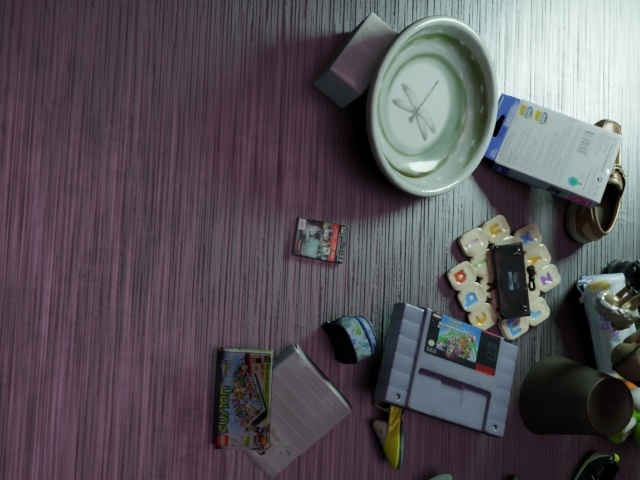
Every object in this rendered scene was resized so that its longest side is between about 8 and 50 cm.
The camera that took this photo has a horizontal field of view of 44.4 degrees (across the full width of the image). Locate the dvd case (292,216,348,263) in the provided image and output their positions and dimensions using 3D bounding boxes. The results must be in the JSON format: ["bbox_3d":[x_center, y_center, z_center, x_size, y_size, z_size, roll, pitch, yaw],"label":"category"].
[{"bbox_3d":[0.000,0.000,1.749,0.120,0.013,0.087,10,83,-20],"label":"dvd case"}]

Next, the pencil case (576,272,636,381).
[{"bbox_3d":[0.715,0.213,1.932,0.124,0.114,0.273,-16,93,-41],"label":"pencil case"}]

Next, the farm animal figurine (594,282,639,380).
[{"bbox_3d":[0.771,0.288,1.773,0.327,0.172,0.330,20,37,-31],"label":"farm animal figurine"}]

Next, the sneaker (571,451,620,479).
[{"bbox_3d":[0.649,0.614,1.889,0.084,0.097,0.234,31,77,-14],"label":"sneaker"}]

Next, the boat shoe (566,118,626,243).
[{"bbox_3d":[0.712,-0.150,1.956,0.123,0.116,0.324,14,82,-20],"label":"boat shoe"}]

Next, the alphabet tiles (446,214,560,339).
[{"bbox_3d":[0.444,0.089,1.896,0.278,0.021,0.284,-29,96,-19],"label":"alphabet tiles"}]

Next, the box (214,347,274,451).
[{"bbox_3d":[-0.158,0.330,1.627,0.114,0.036,0.206,2,91,0],"label":"box"}]

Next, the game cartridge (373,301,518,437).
[{"bbox_3d":[0.294,0.292,1.765,0.355,0.068,0.230,22,76,-28],"label":"game cartridge"}]

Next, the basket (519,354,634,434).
[{"bbox_3d":[0.598,0.372,1.821,0.154,0.227,0.204,31,77,-15],"label":"basket"}]

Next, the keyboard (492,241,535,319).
[{"bbox_3d":[0.469,0.095,1.882,0.108,0.023,0.180,-5,88,-14],"label":"keyboard"}]

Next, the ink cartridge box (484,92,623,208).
[{"bbox_3d":[0.547,-0.219,1.893,0.311,0.065,0.185,23,77,7],"label":"ink cartridge box"}]

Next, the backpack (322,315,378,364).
[{"bbox_3d":[0.073,0.212,1.705,0.084,0.114,0.105,-24,93,-19],"label":"backpack"}]

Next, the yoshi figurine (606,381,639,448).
[{"bbox_3d":[0.876,0.406,1.939,0.362,0.203,0.203,-36,106,-14],"label":"yoshi figurine"}]

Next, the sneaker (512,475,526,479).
[{"bbox_3d":[0.528,0.703,1.834,0.292,0.108,0.169,40,97,8],"label":"sneaker"}]

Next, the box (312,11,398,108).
[{"bbox_3d":[0.080,-0.398,1.744,0.091,0.130,0.170,37,76,-12],"label":"box"}]

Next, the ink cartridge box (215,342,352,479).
[{"bbox_3d":[-0.079,0.366,1.685,0.232,0.066,0.189,-40,99,5],"label":"ink cartridge box"}]

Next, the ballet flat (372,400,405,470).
[{"bbox_3d":[0.157,0.392,1.752,0.077,0.077,0.230,9,80,3],"label":"ballet flat"}]

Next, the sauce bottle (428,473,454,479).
[{"bbox_3d":[0.333,0.694,1.764,0.111,0.111,0.344,-26,97,-19],"label":"sauce bottle"}]

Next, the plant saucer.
[{"bbox_3d":[0.235,-0.302,1.768,0.401,0.101,0.400,-12,110,-35],"label":"plant saucer"}]

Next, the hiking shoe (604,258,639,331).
[{"bbox_3d":[0.793,0.157,1.965,0.086,0.114,0.226,-23,94,-19],"label":"hiking shoe"}]
